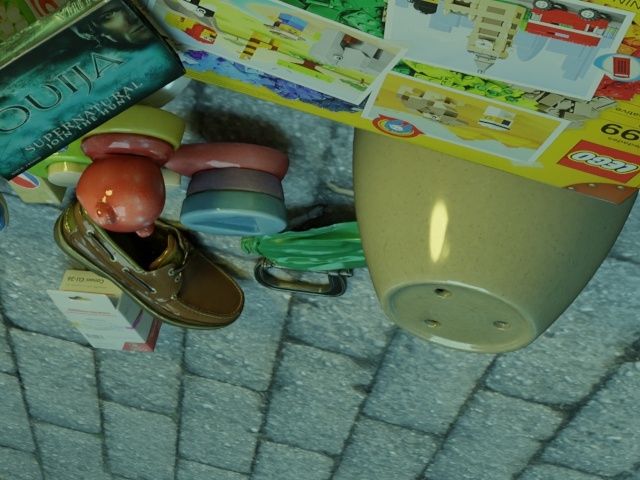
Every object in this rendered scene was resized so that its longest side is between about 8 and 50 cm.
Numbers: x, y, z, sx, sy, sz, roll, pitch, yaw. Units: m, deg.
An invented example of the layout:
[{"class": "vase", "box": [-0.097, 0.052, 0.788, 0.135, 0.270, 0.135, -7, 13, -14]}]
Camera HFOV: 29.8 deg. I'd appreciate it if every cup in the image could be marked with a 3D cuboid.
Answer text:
[{"class": "cup", "box": [0.172, -0.018, 1.309, 0.331, 0.237, 0.331, 14, 154, 7]}]

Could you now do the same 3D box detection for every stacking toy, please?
[{"class": "stacking toy", "box": [-0.207, -0.049, 1.448, 0.279, 0.130, 0.309, -9, 164, 42]}]

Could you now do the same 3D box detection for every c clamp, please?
[{"class": "c clamp", "box": [-0.025, 0.046, 1.746, 0.161, 0.022, 0.137, 4, 154, 15]}]

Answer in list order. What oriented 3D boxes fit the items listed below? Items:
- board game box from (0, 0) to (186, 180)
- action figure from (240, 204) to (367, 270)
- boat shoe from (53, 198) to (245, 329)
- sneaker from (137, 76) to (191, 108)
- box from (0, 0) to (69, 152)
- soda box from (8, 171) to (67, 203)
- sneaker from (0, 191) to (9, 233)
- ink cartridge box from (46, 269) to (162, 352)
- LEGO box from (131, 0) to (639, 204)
[{"class": "board game box", "box": [-0.218, -0.129, 0.991, 0.186, 0.026, 0.126, -31, 151, 7]}, {"class": "action figure", "box": [0.000, 0.000, 1.607, 0.232, 0.063, 0.137, -2, 149, 18]}, {"class": "boat shoe", "box": [-0.230, 0.036, 1.720, 0.307, 0.110, 0.104, 27, 149, -22]}, {"class": "sneaker", "box": [-0.250, -0.203, 1.343, 0.232, 0.090, 0.115, -1, 144, 22]}, {"class": "box", "box": [-0.352, -0.249, 1.046, 0.177, 0.279, 0.290, -3, 160, 27]}, {"class": "soda box", "box": [-0.394, -0.121, 1.573, 0.061, 0.058, 0.181, 3, 149, 19]}, {"class": "sneaker", "box": [-0.560, -0.077, 1.571, 0.236, 0.130, 0.323, 14, 173, 38]}, {"class": "ink cartridge box", "box": [-0.346, 0.106, 1.935, 0.115, 0.067, 0.198, 3, 151, 18]}, {"class": "LEGO box", "box": [0.090, -0.233, 0.964, 0.500, 0.193, 0.372, 16, 163, -4]}]
